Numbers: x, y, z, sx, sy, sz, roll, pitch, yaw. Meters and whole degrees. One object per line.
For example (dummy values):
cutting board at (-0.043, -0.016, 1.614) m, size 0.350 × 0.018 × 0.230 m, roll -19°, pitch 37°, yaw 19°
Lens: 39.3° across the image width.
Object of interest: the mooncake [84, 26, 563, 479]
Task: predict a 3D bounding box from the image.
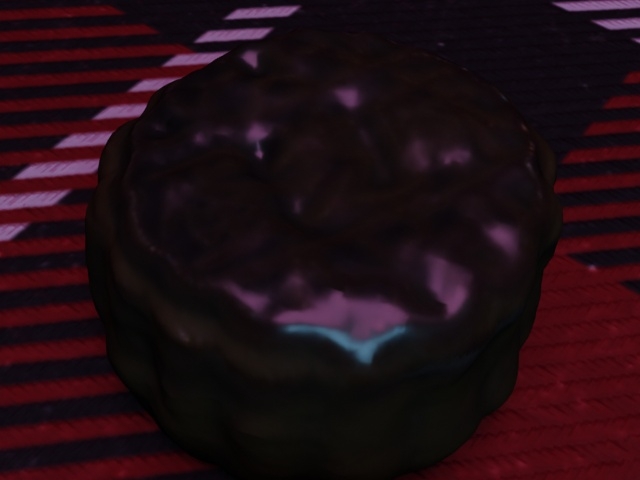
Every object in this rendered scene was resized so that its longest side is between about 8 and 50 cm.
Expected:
mooncake at (0.000, 0.000, 0.554) m, size 0.290 × 0.161 × 0.291 m, roll 1°, pitch 50°, yaw -2°
